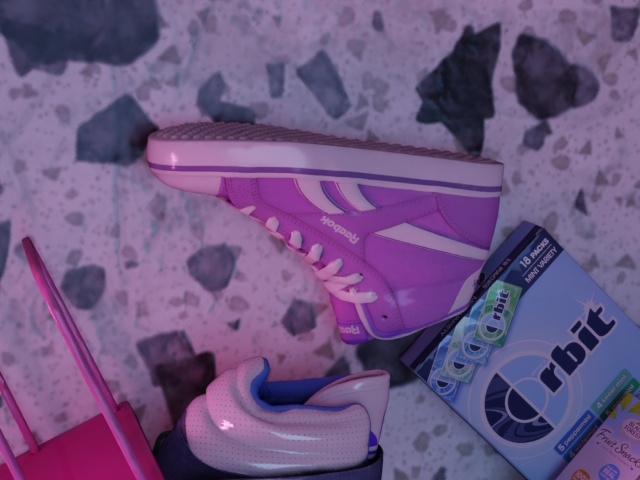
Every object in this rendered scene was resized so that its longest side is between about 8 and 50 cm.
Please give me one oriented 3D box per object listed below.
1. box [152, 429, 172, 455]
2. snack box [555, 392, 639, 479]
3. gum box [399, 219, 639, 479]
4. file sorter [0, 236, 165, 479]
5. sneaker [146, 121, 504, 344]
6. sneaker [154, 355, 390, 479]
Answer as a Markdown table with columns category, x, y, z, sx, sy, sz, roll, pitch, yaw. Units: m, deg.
| category | x | y | z | sx | sy | sz | roll | pitch | yaw |
| --- | --- | --- | --- | --- | --- | --- | --- | --- | --- |
| box | -0.100 | 0.244 | 1.035 | 0.105 | 0.043 | 0.179 | 14 | 94 | -17 |
| snack box | 0.252 | 0.258 | 1.102 | 0.207 | 0.070 | 0.174 | -48 | 127 | -2 |
| gum box | 0.183 | 0.103 | 1.090 | 0.184 | 0.041 | 0.157 | 43 | 87 | -19 |
| file sorter | -0.279 | 0.142 | 0.883 | 0.290 | 0.202 | 0.182 | -27 | 105 | -10 |
| sneaker | 0.001 | 0.000 | 0.991 | 0.282 | 0.102 | 0.161 | 8 | 101 | -17 |
| sneaker | 0.027 | 0.220 | 0.969 | 0.322 | 0.130 | 0.236 | 29 | 97 | -10 |
